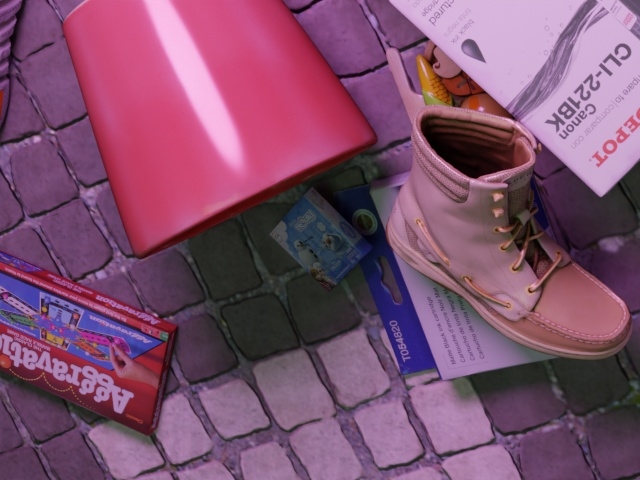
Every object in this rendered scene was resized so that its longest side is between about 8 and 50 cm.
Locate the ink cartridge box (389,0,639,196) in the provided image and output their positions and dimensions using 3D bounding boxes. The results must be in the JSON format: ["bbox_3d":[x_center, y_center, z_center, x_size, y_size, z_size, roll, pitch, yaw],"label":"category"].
[{"bbox_3d":[0.233,-0.205,1.654,0.273,0.114,0.197,43,114,1],"label":"ink cartridge box"}]

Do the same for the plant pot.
[{"bbox_3d":[-0.115,-0.145,1.784,0.275,0.275,0.243,-27,90,32],"label":"plant pot"}]

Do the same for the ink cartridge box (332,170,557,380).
[{"bbox_3d":[0.136,0.031,1.856,0.224,0.045,0.223,-15,105,30],"label":"ink cartridge box"}]

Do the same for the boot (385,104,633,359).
[{"bbox_3d":[0.187,-0.008,1.690,0.262,0.095,0.203,33,151,15],"label":"boot"}]

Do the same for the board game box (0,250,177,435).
[{"bbox_3d":[-0.305,0.111,2.110,0.281,0.027,0.145,22,121,15],"label":"board game box"}]

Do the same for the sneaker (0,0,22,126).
[{"bbox_3d":[-0.421,-0.253,1.944,0.180,0.124,0.321,23,120,13],"label":"sneaker"}]

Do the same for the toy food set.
[{"bbox_3d":[0.156,-0.155,1.768,0.192,0.038,0.132,-17,104,30],"label":"toy food set"}]

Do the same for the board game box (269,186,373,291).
[{"bbox_3d":[0.000,0.000,1.905,0.090,0.020,0.090,45,143,2],"label":"board game box"}]
